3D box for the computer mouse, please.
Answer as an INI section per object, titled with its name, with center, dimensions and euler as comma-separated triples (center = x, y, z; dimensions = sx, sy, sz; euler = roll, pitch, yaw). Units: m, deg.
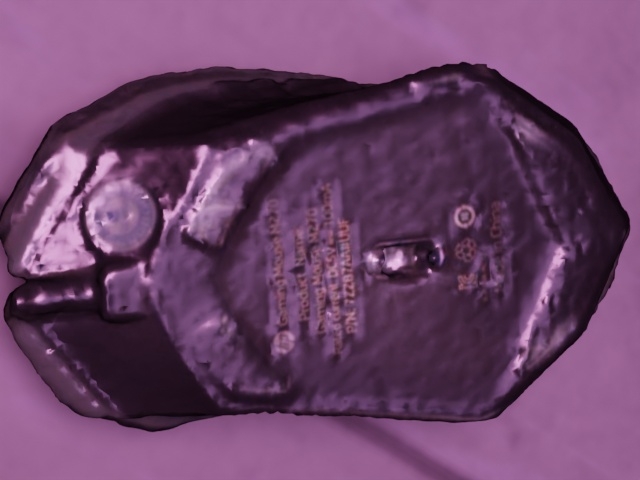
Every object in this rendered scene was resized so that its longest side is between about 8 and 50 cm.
[computer mouse]
center = 0.000, 0.000, 0.560
dimensions = 0.192, 0.062, 0.106
euler = -4, 101, -17
